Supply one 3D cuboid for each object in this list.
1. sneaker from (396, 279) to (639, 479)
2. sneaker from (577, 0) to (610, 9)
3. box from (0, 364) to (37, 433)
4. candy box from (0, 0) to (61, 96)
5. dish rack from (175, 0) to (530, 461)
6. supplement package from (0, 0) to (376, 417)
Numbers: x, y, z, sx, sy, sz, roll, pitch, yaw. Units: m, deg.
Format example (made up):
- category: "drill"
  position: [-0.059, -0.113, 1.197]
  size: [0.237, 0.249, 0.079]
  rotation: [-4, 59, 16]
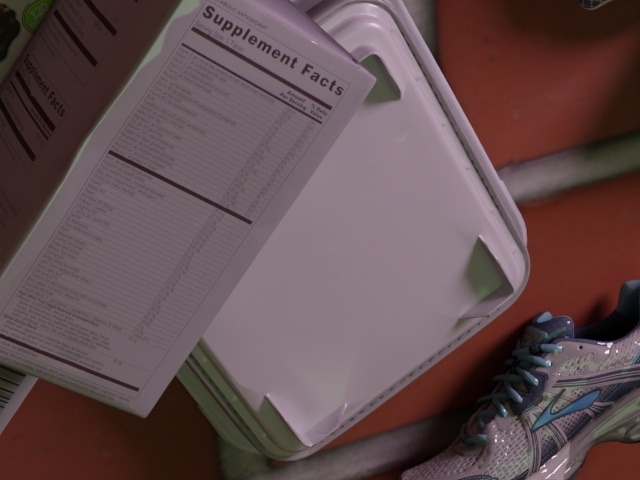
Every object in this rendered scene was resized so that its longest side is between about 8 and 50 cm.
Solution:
- category: "sneaker"
  position: [0.173, 0.123, 1.271]
  size: [0.283, 0.110, 0.122]
  rotation: [-28, 107, -13]
- category: "sneaker"
  position: [0.290, -0.216, 1.150]
  size: [0.235, 0.090, 0.095]
  rotation: [-4, 130, -20]
- category: "box"
  position: [-0.235, 0.056, 1.025]
  size: [0.102, 0.087, 0.101]
  rotation: [29, 101, -34]
- category: "candy box"
  position: [-0.202, -0.117, 0.959]
  size: [0.165, 0.070, 0.196]
  rotation: [-36, 126, -4]
- category: "dish rack"
  position: [0.000, 0.000, 1.124]
  size: [0.285, 0.072, 0.333]
  rotation: [-36, 125, -4]
- category: "supplement package"
  position: [-0.107, -0.046, 0.917]
  size: [0.139, 0.134, 0.244]
  rotation: [28, 103, -36]
